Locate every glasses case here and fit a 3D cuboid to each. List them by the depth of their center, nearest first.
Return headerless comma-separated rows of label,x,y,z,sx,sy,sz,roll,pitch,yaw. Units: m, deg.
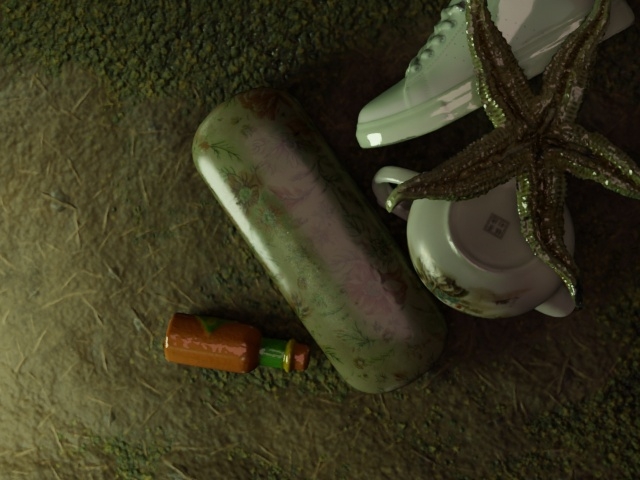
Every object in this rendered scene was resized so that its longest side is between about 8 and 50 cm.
glasses case,0.000,0.000,1.750,0.156,0.098,0.425,-35,91,10

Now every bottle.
bottle,-0.106,0.139,1.805,0.187,0.069,0.069,9,99,6

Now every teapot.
teapot,0.197,-0.010,1.701,0.298,0.139,0.204,37,75,6

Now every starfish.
starfish,0.266,-0.125,1.597,0.347,0.078,0.358,32,90,-5

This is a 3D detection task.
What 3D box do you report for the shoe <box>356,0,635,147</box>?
shoe,0.183,-0.246,1.672,0.363,0.132,0.160,-27,94,8
